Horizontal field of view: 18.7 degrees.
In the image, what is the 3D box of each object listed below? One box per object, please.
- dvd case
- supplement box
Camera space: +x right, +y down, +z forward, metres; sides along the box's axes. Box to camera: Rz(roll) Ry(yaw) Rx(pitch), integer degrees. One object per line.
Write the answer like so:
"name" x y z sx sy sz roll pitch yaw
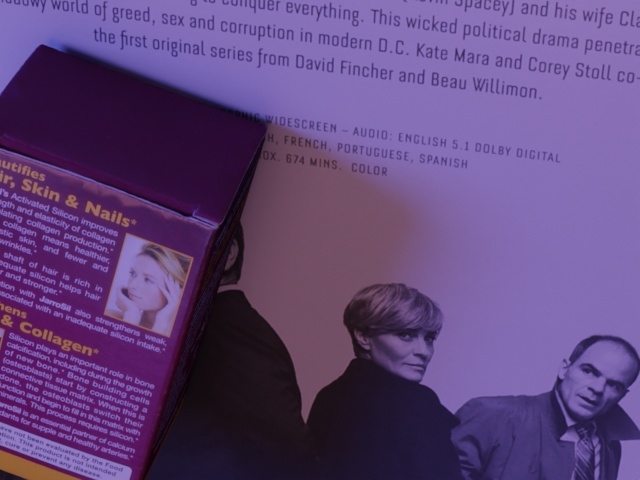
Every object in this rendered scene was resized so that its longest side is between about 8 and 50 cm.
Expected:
"dvd case" 0.000 0.000 0.441 0.179 0.029 0.238 8 122 9
"supplement box" -0.051 0.009 0.415 0.055 0.043 0.083 21 125 1
